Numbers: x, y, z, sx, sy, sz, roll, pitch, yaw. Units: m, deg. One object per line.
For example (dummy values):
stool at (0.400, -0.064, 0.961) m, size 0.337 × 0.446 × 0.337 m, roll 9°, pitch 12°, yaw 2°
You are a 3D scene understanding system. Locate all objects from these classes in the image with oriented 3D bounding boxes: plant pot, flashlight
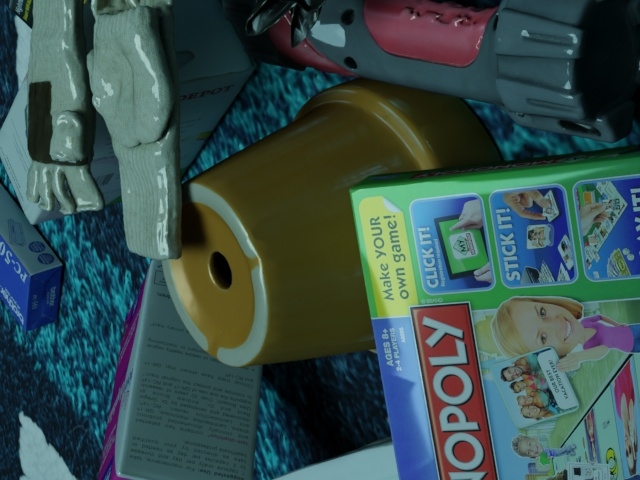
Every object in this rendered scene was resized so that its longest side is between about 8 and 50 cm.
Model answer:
plant pot at (0.000, 0.000, 0.903) m, size 0.205 × 0.188 × 0.205 m, roll 28°, pitch 127°, yaw 45°
flashlight at (0.065, -0.145, 0.832) m, size 0.304 × 0.103 × 0.103 m, roll 18°, pitch 85°, yaw 47°

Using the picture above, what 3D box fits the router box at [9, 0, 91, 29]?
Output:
router box at (-0.204, -0.221, 1.150) m, size 0.133 × 0.046 × 0.179 m, roll 43°, pitch 149°, yaw 2°

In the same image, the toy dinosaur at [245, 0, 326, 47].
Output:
toy dinosaur at (-0.022, -0.268, 0.817) m, size 0.164 × 0.218 × 0.322 m, roll 33°, pitch 133°, yaw -17°

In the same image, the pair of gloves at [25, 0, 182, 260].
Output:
pair of gloves at (-0.160, -0.101, 0.905) m, size 0.240 × 0.042 × 0.204 m, roll 24°, pitch 117°, yaw 54°

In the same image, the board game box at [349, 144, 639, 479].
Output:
board game box at (0.148, 0.107, 0.788) m, size 0.213 × 0.046 × 0.317 m, roll -6°, pitch 102°, yaw 22°

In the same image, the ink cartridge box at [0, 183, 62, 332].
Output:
ink cartridge box at (-0.379, 0.003, 1.547) m, size 0.207 × 0.046 × 0.097 m, roll 47°, pitch 140°, yaw 30°

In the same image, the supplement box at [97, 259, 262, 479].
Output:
supplement box at (-0.116, 0.136, 1.100) m, size 0.111 × 0.114 × 0.220 m, roll 121°, pitch 158°, yaw -47°

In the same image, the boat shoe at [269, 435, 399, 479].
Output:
boat shoe at (0.041, 0.220, 1.008) m, size 0.335 × 0.121 × 0.119 m, roll -32°, pitch 75°, yaw 53°

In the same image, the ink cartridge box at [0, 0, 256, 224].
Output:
ink cartridge box at (-0.171, -0.114, 1.113) m, size 0.212 × 0.154 × 0.093 m, roll -45°, pitch 67°, yaw 53°
